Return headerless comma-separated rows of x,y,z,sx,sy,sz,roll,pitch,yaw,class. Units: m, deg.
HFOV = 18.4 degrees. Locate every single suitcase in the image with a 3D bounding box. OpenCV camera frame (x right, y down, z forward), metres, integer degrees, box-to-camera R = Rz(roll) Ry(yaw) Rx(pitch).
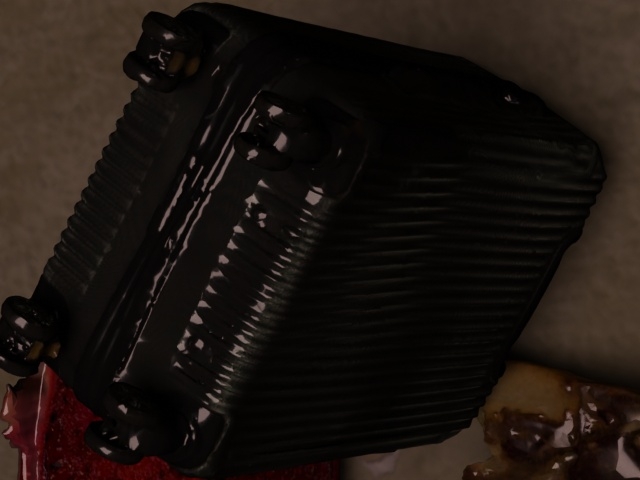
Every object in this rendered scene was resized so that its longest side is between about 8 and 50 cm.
0.000,0.000,0.939,0.128,0.312,0.202,36,107,28,suitcase

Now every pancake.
0.192,0.161,1.045,0.212,0.056,0.257,-17,103,33,pancake

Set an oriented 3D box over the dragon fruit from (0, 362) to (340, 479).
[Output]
-0.085,0.106,1.120,0.161,0.126,0.274,-5,87,33,dragon fruit
